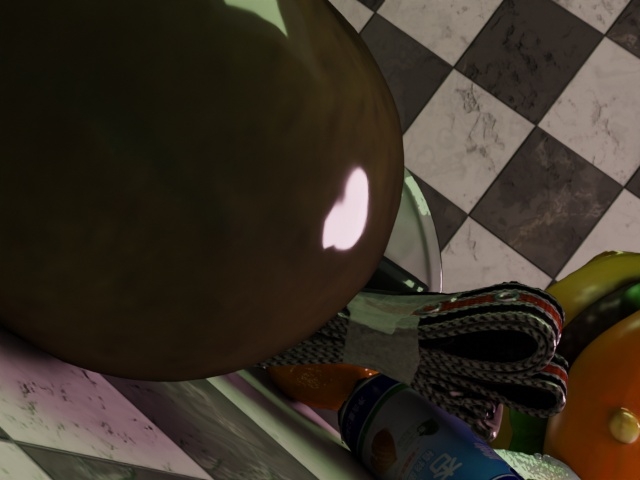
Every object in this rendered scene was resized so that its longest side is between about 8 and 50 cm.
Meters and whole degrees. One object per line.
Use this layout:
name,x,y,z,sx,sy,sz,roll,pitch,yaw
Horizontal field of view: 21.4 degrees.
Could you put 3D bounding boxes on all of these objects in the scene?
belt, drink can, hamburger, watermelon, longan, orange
belt,0.043,0.079,1.492,0.359,0.126,0.094,11,21,6
drink can,0.109,0.207,1.498,0.097,0.097,0.235,34,5,-37
hamburger,0.388,0.223,1.950,0.395,0.396,0.277,35,4,-23
watermelon,0.193,0.269,1.776,0.180,0.081,0.094,21,23,-9
longan,-0.110,-0.074,1.127,0.361,0.361,0.361,37,3,-3
orange,0.003,0.104,1.631,0.135,0.117,0.135,19,16,-6

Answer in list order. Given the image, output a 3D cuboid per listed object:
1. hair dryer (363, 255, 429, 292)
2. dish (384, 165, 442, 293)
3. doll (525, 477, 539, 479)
hair dryer,0.000,0.000,1.614,0.352,0.107,0.189,35,25,19
dish,0.000,0.036,1.780,0.120,0.303,0.303,-5,30,-34
doll,0.253,0.329,1.505,0.286,0.091,0.202,47,-3,6
